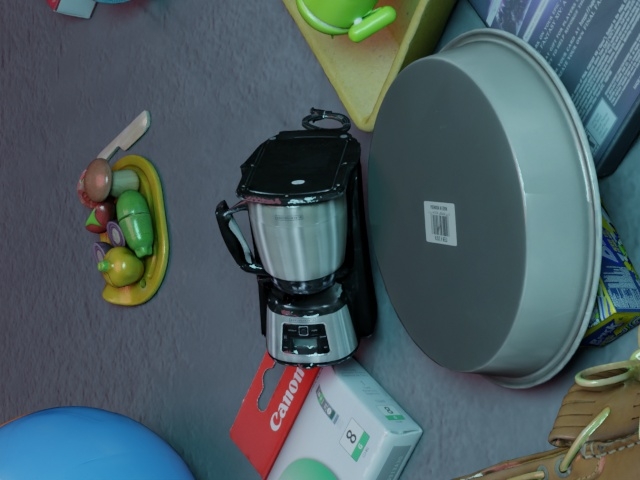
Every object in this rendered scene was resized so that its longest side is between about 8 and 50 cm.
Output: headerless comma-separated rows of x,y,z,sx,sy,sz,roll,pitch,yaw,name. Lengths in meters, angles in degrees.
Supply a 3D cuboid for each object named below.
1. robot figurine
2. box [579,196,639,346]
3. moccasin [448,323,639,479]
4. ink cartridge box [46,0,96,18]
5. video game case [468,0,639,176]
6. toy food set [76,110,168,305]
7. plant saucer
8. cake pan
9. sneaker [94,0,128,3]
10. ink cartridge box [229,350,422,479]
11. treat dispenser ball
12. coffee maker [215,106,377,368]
0.020,-0.217,1.106,0.101,0.067,0.115,60,148,12,robot figurine
0.195,-0.002,1.047,0.059,0.054,0.169,-41,57,38,box
0.222,0.143,0.955,0.380,0.139,0.147,-45,63,47,moccasin
-0.321,-0.356,1.656,0.135,0.056,0.099,49,122,38,ink cartridge box
0.195,-0.215,1.049,0.274,0.026,0.196,62,147,33,video game case
-0.244,-0.033,1.527,0.128,0.071,0.217,-27,66,43,toy food set
0.052,-0.323,1.171,0.332,0.081,0.332,62,146,32,plant saucer
0.118,-0.022,1.063,0.293,0.054,0.293,172,90,-66,cake pan
-0.209,-0.438,1.495,0.208,0.127,0.319,45,109,39,sneaker
-0.019,0.187,1.269,0.225,0.056,0.181,43,117,40,ink cartridge box
-0.254,0.312,1.339,0.288,0.288,0.288,-6,81,48,treat dispenser ball
0.000,0.000,1.187,0.120,0.171,0.178,14,126,30,coffee maker
